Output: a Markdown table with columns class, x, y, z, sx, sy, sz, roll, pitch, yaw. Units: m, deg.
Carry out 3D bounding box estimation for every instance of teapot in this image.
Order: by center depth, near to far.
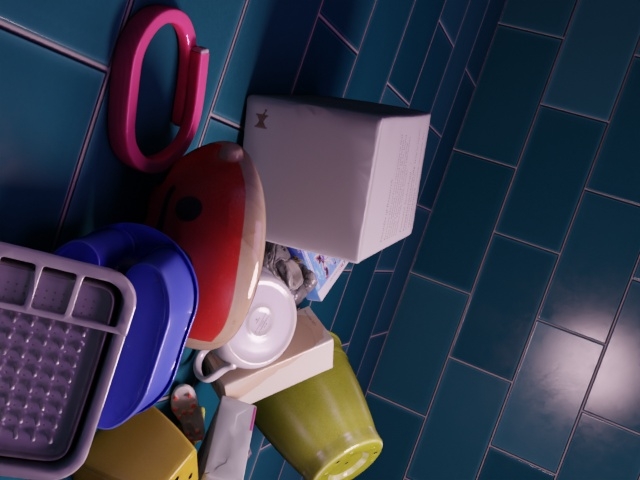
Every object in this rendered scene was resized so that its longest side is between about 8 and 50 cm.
| class | x | y | z | sx | sy | sz | roll | pitch | yaw |
| --- | --- | --- | --- | --- | --- | --- | --- | --- | --- |
| teapot | -0.198 | 0.189 | 1.726 | 0.256 | 0.187 | 0.252 | -19 | 105 | -38 |

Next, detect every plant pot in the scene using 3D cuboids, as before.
| class | x | y | z | sx | sy | sz | roll | pitch | yaw |
| --- | --- | --- | --- | --- | --- | --- | --- | --- | --- |
| plant pot | -0.381 | 0.501 | 1.525 | 0.212 | 0.187 | 0.212 | -47 | 151 | -46 |
| plant pot | -0.010 | 0.514 | 2.060 | 0.366 | 0.353 | 0.366 | -24 | 144 | -18 |

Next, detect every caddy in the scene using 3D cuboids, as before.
| class | x | y | z | sx | sy | sz | roll | pitch | yaw |
| --- | --- | --- | --- | --- | --- | --- | --- | --- | --- |
| caddy | -0.343 | 0.140 | 1.170 | 0.179 | 0.241 | 0.341 | -55 | 164 | -85 |

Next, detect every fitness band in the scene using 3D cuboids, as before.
| class | x | y | z | sx | sy | sz | roll | pitch | yaw |
| --- | --- | --- | --- | --- | --- | --- | --- | --- | --- |
| fitness band | -0.281 | -0.260 | 1.240 | 0.209 | 0.054 | 0.290 | -31 | 137 | -60 |

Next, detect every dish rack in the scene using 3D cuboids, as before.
| class | x | y | z | sx | sy | sz | roll | pitch | yaw |
| --- | --- | --- | --- | --- | --- | --- | --- | --- | --- |
| dish rack | -0.443 | 0.166 | 1.015 | 0.072 | 0.286 | 0.332 | 29 | -78 | 66 |

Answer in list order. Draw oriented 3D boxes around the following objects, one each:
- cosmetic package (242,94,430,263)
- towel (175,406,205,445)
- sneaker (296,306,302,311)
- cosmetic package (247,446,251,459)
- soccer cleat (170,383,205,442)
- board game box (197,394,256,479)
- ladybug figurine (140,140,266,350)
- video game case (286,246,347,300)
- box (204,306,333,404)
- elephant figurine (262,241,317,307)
| class | x | y | z | sx | sy | sz | roll | pitch | yaw |
| --- | --- | --- | --- | --- | --- | --- | --- | --- | --- |
| cosmetic package | 0.039 | -0.170 | 1.715 | 0.394 | 0.329 | 0.327 | -23 | 124 | -63 |
| towel | -0.373 | 0.514 | 1.812 | 0.237 | 0.021 | 0.102 | -24 | 126 | -62 |
| sneaker | -0.094 | 0.361 | 2.210 | 0.122 | 0.146 | 0.330 | -37 | 144 | -58 |
| cosmetic package | -0.296 | 0.713 | 2.143 | 0.239 | 0.060 | 0.099 | -56 | 155 | -34 |
| soccer cleat | -0.331 | 0.422 | 1.775 | 0.076 | 0.068 | 0.196 | -102 | -177 | -56 |
| board game box | -0.256 | 0.564 | 1.732 | 0.224 | 0.098 | 0.303 | -81 | -166 | -51 |
| ladybug figurine | -0.237 | 0.015 | 1.320 | 0.162 | 0.305 | 0.449 | -5 | 127 | -36 |
| video game case | 0.000 | 0.000 | 2.103 | 0.244 | 0.061 | 0.269 | -54 | 137 | -39 |
| box | -0.132 | 0.306 | 1.843 | 0.311 | 0.148 | 0.121 | -21 | 136 | -23 |
| elephant figurine | -0.121 | 0.074 | 1.884 | 0.169 | 0.186 | 0.239 | -33 | 142 | -4 |
